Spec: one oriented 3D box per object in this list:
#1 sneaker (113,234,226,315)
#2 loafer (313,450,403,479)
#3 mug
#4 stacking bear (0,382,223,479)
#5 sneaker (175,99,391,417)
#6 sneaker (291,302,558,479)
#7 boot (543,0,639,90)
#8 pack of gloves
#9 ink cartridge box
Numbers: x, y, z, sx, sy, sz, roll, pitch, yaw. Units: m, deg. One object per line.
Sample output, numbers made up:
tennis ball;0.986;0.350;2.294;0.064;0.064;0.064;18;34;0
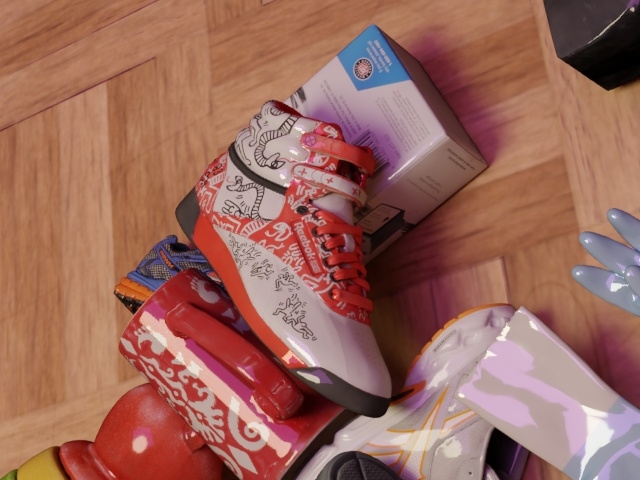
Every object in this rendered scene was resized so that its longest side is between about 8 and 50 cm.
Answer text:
sneaker;-0.083;0.043;1.130;0.221;0.083;0.087;15;69;32
loafer;0.081;0.269;0.905;0.267;0.096;0.084;50;128;12
mug;-0.060;0.097;0.997;0.169;0.113;0.150;41;135;14
stacking bear;-0.195;0.240;1.081;0.289;0.164;0.175;-45;19;-1
sneaker;-0.001;-0.001;0.973;0.145;0.090;0.270;-51;48;11
sneaker;0.079;0.173;0.960;0.262;0.099;0.121;-48;58;11
boot;0.284;-0.382;0.965;0.367;0.146;0.445;-37;48;43
pack of gloves;0.232;0.100;0.862;0.232;0.046;0.195;39;96;17
ink cartridge box;0.021;-0.064;1.094;0.190;0.082;0.140;-40;55;18
